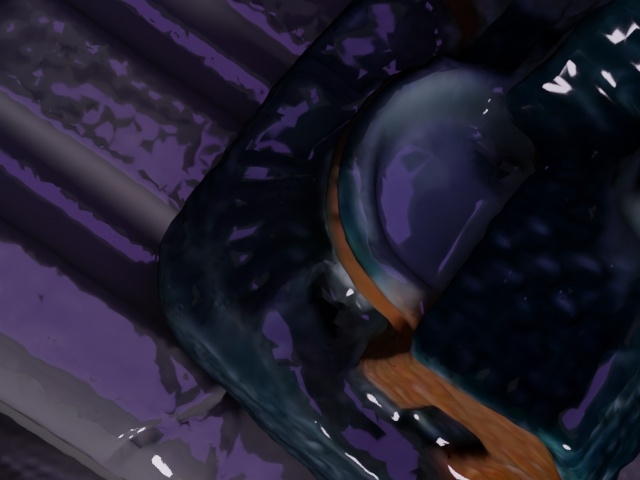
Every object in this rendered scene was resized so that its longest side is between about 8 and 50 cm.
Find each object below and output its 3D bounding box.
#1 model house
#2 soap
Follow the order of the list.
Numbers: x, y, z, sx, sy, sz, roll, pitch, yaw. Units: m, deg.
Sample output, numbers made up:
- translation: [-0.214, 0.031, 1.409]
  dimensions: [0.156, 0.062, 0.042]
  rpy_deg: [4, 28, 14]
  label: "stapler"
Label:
- translation: [0.089, -0.028, 0.432]
  dimensions: [0.184, 0.291, 0.253]
  rpy_deg: [44, 72, -9]
  label: "model house"
- translation: [0.000, 0.000, 0.657]
  dimensions: [0.435, 0.213, 0.350]
  rpy_deg: [32, 74, -9]
  label: "soap"
